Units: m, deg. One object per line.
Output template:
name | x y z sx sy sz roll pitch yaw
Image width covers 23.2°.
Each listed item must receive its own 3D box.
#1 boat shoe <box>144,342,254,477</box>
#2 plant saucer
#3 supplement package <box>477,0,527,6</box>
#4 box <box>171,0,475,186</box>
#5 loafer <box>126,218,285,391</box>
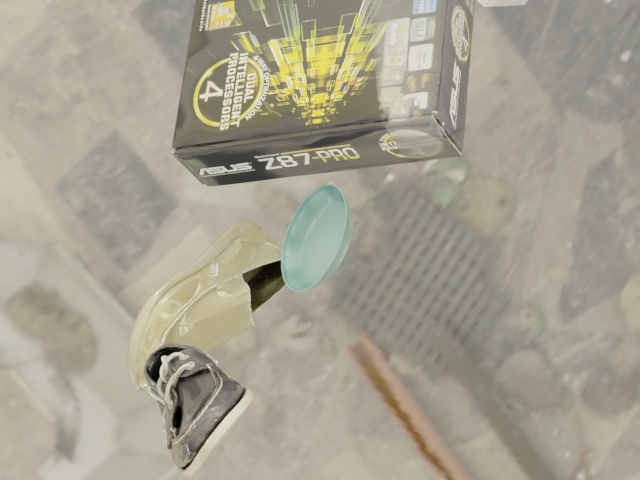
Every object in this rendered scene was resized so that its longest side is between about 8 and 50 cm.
boat shoe | -0.096 0.112 1.097 0.065 0.206 0.075 40 88 -7
plant saucer | 0.000 0.000 1.638 0.021 0.119 0.119 22 125 -29
supplement package | 0.198 -0.359 1.479 0.134 0.139 0.244 41 112 12
box | 0.014 -0.263 1.742 0.318 0.394 0.097 -4 153 23
loafer | -0.123 0.077 1.799 0.092 0.268 0.102 21 142 26
